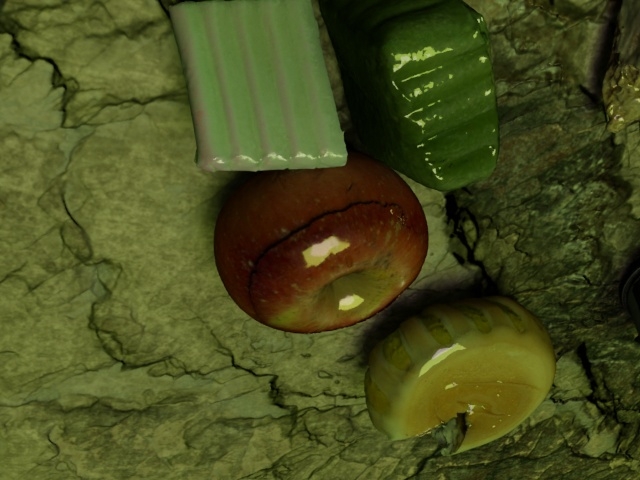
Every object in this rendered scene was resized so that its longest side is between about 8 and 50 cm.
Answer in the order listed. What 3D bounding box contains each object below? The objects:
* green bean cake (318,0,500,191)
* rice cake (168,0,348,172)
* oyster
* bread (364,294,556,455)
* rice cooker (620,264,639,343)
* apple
[{"bbox_3d":[0.101,-0.179,0.773,0.124,0.248,0.222,-23,126,-4],"label":"green bean cake"},{"bbox_3d":[-0.070,-0.178,0.783,0.189,0.037,0.198,-5,88,-13],"label":"rice cake"},{"bbox_3d":[0.459,-0.304,0.894,0.166,0.110,0.341,11,107,-31],"label":"oyster"},{"bbox_3d":[0.234,0.212,1.146,0.332,0.160,0.333,-10,127,-14],"label":"bread"},{"bbox_3d":[0.667,0.127,1.194,0.241,0.227,0.281,15,135,-12],"label":"rice cooker"},{"bbox_3d":[0.000,0.000,0.897,0.271,0.206,0.251,-33,139,8],"label":"apple"}]
